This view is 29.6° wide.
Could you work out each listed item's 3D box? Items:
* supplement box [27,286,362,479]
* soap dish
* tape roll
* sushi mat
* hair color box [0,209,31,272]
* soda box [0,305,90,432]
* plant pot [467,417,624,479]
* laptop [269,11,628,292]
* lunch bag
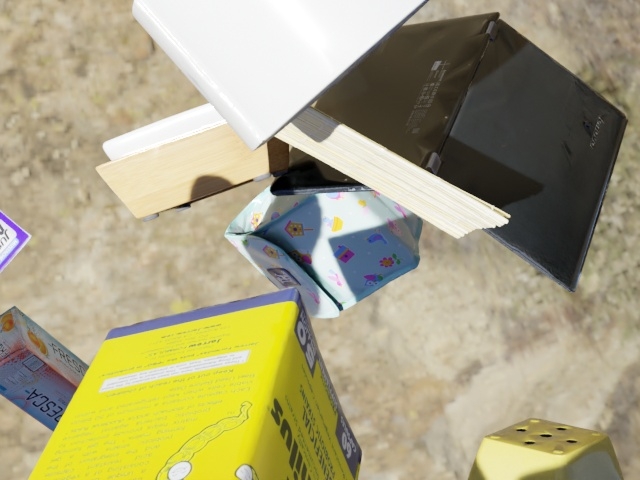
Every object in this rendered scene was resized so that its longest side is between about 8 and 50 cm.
[{"bbox_3d":[-0.101,0.223,0.981,0.195,0.356,0.194,-13,116,16],"label":"supplement box"},{"bbox_3d":[-0.158,-0.115,1.662,0.229,0.118,0.291,-19,-178,6],"label":"soap dish"},{"bbox_3d":[-0.024,-0.220,1.097,0.246,0.246,0.169,-39,96,29],"label":"tape roll"},{"bbox_3d":[0.048,-0.086,1.330,0.316,0.019,0.151,28,166,-9],"label":"sushi mat"},{"bbox_3d":[-0.570,-0.081,1.656,0.339,0.185,0.110,45,76,-19],"label":"hair color box"},{"bbox_3d":[-0.271,0.142,1.214,0.058,0.063,0.183,-33,139,4],"label":"soda box"},{"bbox_3d":[0.343,0.386,1.843,0.212,0.187,0.212,8,-168,42],"label":"plant pot"},{"bbox_3d":[0.204,-0.135,1.837,0.408,0.382,0.236,-2,135,32],"label":"laptop"},{"bbox_3d":[0.000,0.000,1.977,0.262,0.160,0.223,-33,117,28],"label":"lunch bag"}]
